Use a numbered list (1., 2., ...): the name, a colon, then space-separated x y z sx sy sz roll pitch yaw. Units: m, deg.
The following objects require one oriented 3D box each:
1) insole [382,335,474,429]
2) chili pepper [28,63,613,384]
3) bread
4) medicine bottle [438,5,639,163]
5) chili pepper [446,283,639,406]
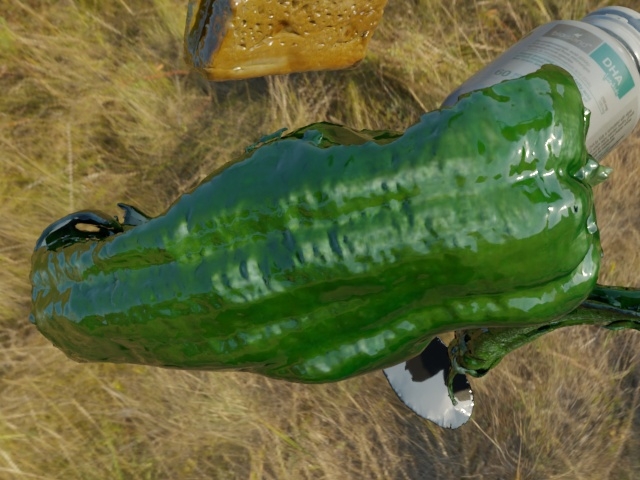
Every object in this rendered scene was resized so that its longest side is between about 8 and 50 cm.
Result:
1. insole: 0.107 0.155 1.081 0.348 0.009 0.119 42 69 -10
2. chili pepper: 0.003 0.010 0.494 0.385 0.213 0.167 -11 85 15
3. bread: -0.031 -0.229 0.742 0.077 0.271 0.139 36 122 21
4. medicine bottle: 0.218 -0.128 0.662 0.215 0.135 0.135 -39 64 -22
5. chili pepper: 0.198 0.082 0.686 0.279 0.122 0.065 -29 24 45
